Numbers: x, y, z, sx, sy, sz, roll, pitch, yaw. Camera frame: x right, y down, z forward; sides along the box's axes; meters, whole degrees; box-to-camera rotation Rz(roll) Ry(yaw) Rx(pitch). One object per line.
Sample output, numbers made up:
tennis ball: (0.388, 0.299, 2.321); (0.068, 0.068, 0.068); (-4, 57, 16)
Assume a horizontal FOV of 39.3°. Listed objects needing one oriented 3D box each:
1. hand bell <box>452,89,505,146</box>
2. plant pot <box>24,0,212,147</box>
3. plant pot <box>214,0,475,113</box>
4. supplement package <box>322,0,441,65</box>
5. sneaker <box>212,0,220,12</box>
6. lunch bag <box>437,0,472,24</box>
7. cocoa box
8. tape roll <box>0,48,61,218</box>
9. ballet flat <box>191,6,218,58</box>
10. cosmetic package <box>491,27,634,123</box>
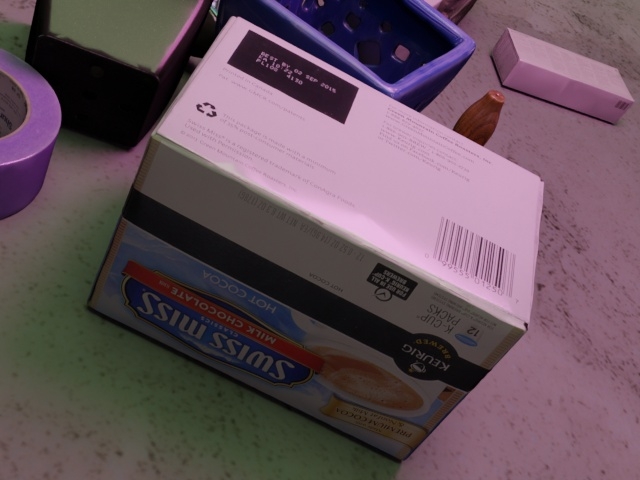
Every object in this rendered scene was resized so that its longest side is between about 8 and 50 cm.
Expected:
hand bell: (0.133, -0.073, 1.005); (0.126, 0.242, 0.126); (17, 41, -16)
plant pot: (-0.233, -0.217, 0.982); (0.188, 0.187, 0.167); (20, 53, -15)
plant pot: (0.006, -0.193, 1.072); (0.236, 0.212, 0.236); (40, 39, 10)
supplement package: (0.064, -0.273, 1.215); (0.105, 0.179, 0.105); (38, 40, 8)
sneaker: (-0.188, -0.380, 1.228); (0.125, 0.104, 0.262); (-10, 55, -37)
lunch bag: (0.141, -0.481, 1.492); (0.287, 0.169, 0.235); (37, 40, 0)
cocoa box: (0.000, 0.000, 0.854); (0.347, 0.228, 0.231); (27, 40, -5)
tape roll: (-0.352, -0.109, 0.861); (0.189, 0.080, 0.189); (17, 42, -16)
ballet flat: (-0.240, -0.313, 1.141); (0.280, 0.095, 0.096); (43, 51, 20)
cosmetic package: (0.416, -0.281, 1.542); (0.239, 0.060, 0.099); (15, 44, -20)
